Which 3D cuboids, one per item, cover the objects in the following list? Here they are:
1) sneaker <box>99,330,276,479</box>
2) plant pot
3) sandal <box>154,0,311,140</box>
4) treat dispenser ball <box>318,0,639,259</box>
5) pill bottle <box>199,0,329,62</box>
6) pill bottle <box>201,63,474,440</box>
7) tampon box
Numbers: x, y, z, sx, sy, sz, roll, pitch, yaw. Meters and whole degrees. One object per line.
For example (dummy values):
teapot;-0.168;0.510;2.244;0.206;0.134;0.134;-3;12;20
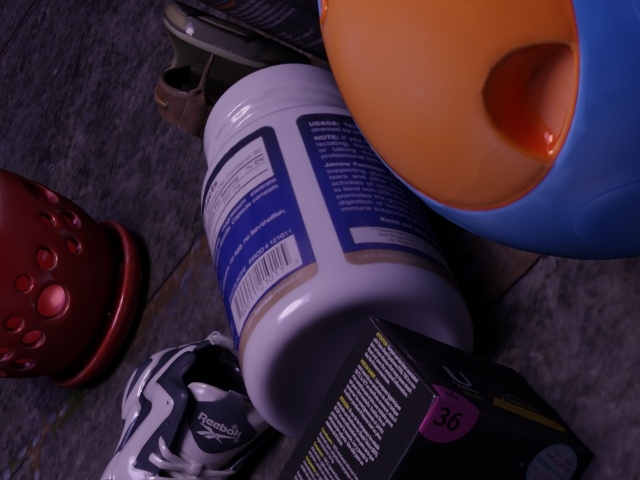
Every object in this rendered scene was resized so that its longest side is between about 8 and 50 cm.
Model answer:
sneaker;-0.102;0.174;1.185;0.153;0.094;0.235;-41;29;51
plant pot;-0.274;0.044;1.460;0.191;0.174;0.191;-36;43;42
sandal;-0.082;-0.115;1.262;0.303;0.120;0.086;127;165;-78
treat dispenser ball;0.142;-0.134;0.806;0.288;0.288;0.288;-35;44;43
pill bottle;-0.020;-0.215;1.149;0.130;0.246;0.130;-35;45;43
pill bottle;0.000;0.000;1.077;0.153;0.153;0.264;-51;34;27
tampon box;0.056;0.150;0.927;0.161;0.120;0.101;-61;31;13
